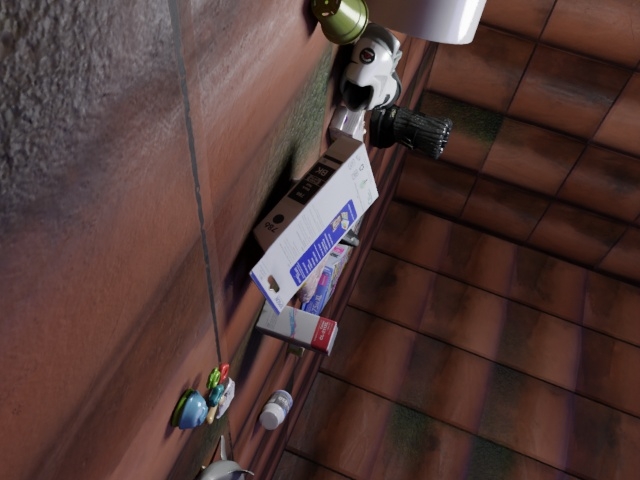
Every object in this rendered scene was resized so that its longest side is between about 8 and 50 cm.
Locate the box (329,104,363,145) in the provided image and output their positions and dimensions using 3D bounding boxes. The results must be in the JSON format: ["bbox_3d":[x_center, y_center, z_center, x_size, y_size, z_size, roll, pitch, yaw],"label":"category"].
[{"bbox_3d":[0.070,-0.237,1.428,0.324,0.063,0.067,69,44,-76],"label":"box"}]

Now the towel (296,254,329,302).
[{"bbox_3d":[0.000,0.000,1.576,0.332,0.053,0.317,81,30,-70],"label":"towel"}]

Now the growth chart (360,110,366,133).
[{"bbox_3d":[0.107,-0.346,1.553,0.237,0.021,0.172,98,16,-50],"label":"growth chart"}]

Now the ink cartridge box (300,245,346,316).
[{"bbox_3d":[0.010,0.148,1.935,0.311,0.065,0.186,-43,151,-67],"label":"ink cartridge box"}]

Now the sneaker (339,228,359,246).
[{"bbox_3d":[0.040,-0.063,1.385,0.227,0.087,0.130,32,71,-49],"label":"sneaker"}]

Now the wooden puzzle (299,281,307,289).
[{"bbox_3d":[-0.079,0.128,1.405,0.078,0.014,0.116,-43,168,14],"label":"wooden puzzle"}]

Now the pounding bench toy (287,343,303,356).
[{"bbox_3d":[-0.070,0.334,1.879,0.065,0.052,0.083,-60,167,-46],"label":"pounding bench toy"}]

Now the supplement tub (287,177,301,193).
[{"bbox_3d":[-0.039,-0.065,1.140,0.071,0.071,0.107,-45,154,-69],"label":"supplement tub"}]

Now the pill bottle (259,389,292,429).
[{"bbox_3d":[-0.146,0.552,1.828,0.137,0.078,0.078,-42,151,-72],"label":"pill bottle"}]

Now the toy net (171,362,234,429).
[{"bbox_3d":[-0.201,0.278,1.037,0.232,0.045,0.122,62,47,-80],"label":"toy net"}]

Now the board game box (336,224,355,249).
[{"bbox_3d":[0.104,-0.021,2.130,0.193,0.053,0.305,-49,157,-65],"label":"board game box"}]

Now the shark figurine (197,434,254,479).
[{"bbox_3d":[-0.213,0.542,1.259,0.278,0.116,0.166,22,68,-72],"label":"shark figurine"}]

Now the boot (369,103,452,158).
[{"bbox_3d":[0.311,-0.364,1.940,0.348,0.260,0.131,13,98,-80],"label":"boot"}]

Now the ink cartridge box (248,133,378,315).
[{"bbox_3d":[-0.021,-0.031,1.066,0.333,0.065,0.165,-50,147,-20],"label":"ink cartridge box"}]

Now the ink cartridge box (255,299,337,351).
[{"bbox_3d":[-0.053,0.207,1.324,0.127,0.175,0.072,80,29,-73],"label":"ink cartridge box"}]

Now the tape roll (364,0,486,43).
[{"bbox_3d":[0.207,-0.504,1.088,0.246,0.246,0.169,-56,164,-56],"label":"tape roll"}]

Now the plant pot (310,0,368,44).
[{"bbox_3d":[0.023,-0.360,0.879,0.079,0.083,0.083,-6,116,-67],"label":"plant pot"}]

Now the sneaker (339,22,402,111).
[{"bbox_3d":[0.101,-0.349,1.271,0.146,0.122,0.330,-57,168,-1],"label":"sneaker"}]
